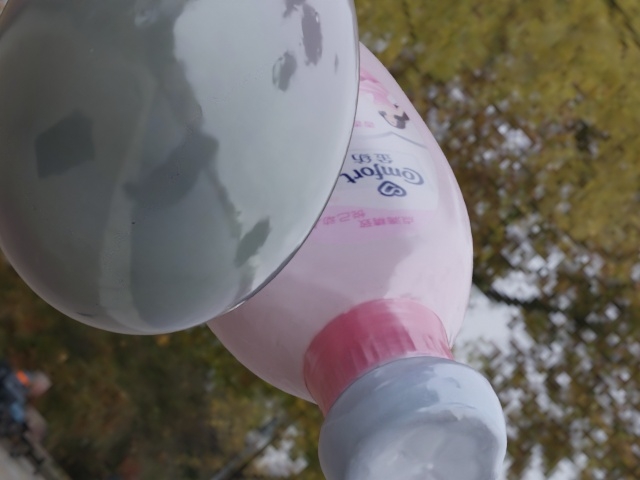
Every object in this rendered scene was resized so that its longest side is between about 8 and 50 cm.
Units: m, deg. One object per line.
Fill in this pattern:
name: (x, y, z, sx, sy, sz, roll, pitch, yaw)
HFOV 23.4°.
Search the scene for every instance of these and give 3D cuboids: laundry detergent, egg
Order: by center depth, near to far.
egg: (-0.042, -0.040, 0.432, 0.103, 0.135, 0.103, 18, -8, 3)
laundry detergent: (0.000, 0.000, 0.770, 0.335, 0.159, 0.088, -113, -165, -51)
